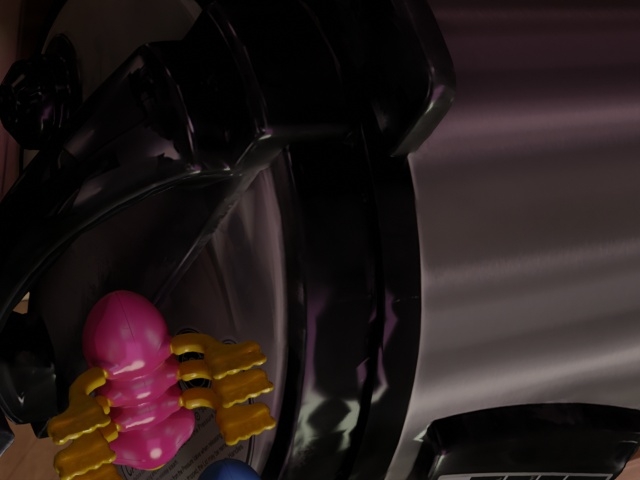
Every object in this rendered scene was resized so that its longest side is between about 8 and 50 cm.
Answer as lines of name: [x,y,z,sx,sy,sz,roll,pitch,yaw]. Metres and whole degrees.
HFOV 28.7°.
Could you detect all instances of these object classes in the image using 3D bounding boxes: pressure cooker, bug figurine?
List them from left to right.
bug figurine: [-0.122,0.123,0.511,0.279,0.072,0.216,-16,131,-22]
pressure cooker: [-0.003,-0.004,0.758,0.421,0.375,0.369,-7,112,-35]

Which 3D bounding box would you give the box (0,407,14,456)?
box: [-0.351,-0.005,0.505,0.179,0.312,0.343,-47,142,9]
